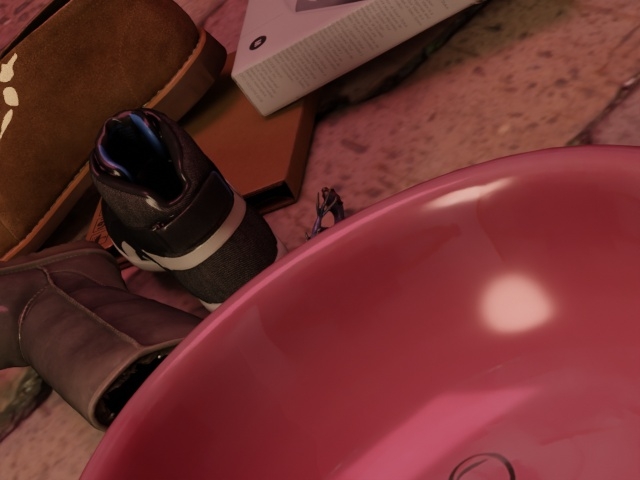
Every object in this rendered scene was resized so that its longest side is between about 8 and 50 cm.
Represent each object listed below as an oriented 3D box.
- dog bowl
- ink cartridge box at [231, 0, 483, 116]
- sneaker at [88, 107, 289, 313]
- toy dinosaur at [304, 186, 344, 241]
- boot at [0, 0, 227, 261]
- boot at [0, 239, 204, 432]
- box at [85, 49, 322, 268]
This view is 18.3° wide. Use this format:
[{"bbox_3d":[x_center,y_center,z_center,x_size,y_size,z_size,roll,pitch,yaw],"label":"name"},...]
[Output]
[{"bbox_3d":[0.064,0.124,0.804,0.408,0.150,0.408,-25,30,15],"label":"dog bowl"},{"bbox_3d":[0.051,-0.203,1.353,0.224,0.045,0.223,-25,31,22],"label":"ink cartridge box"},{"bbox_3d":[-0.099,-0.037,1.196,0.079,0.121,0.217,-43,29,-10],"label":"sneaker"},{"bbox_3d":[0.000,0.000,1.170,0.090,0.047,0.082,-43,10,5],"label":"toy dinosaur"},{"bbox_3d":[-0.213,-0.063,1.378,0.305,0.115,0.112,-45,25,5],"label":"boot"},{"bbox_3d":[-0.161,0.072,1.174,0.190,0.076,0.208,-26,32,-16],"label":"boot"},{"bbox_3d":[-0.074,-0.067,1.361,0.164,0.021,0.201,-20,31,23],"label":"box"}]
